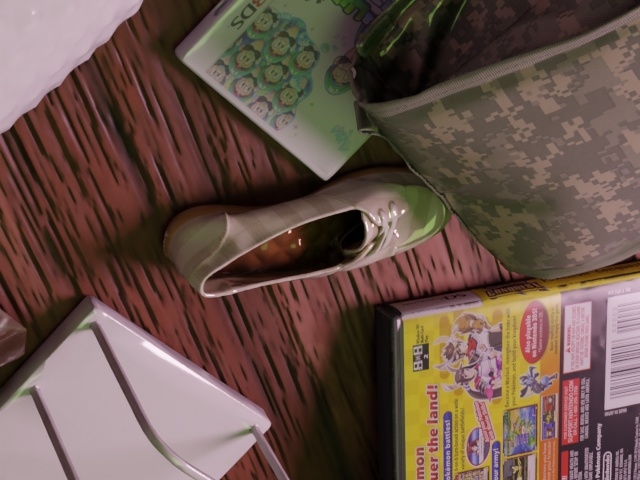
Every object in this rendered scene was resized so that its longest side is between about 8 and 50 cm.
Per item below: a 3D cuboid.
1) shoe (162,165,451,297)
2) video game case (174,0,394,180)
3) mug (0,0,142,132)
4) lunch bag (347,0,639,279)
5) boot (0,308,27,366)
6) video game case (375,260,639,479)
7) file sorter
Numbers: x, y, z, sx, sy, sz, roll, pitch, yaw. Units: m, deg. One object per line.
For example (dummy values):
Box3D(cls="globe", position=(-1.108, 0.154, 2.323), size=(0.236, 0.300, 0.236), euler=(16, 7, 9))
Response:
Box3D(cls="shoe", position=(0.000, 0.000, 1.213), size=(0.219, 0.058, 0.076), euler=(-11, 124, -20))
Box3D(cls="video game case", position=(0.003, -0.132, 1.155), size=(0.143, 0.019, 0.157), euler=(-46, 129, 7))
Box3D(cls="mug", position=(-0.220, -0.243, 0.836), size=(0.328, 0.276, 0.374), euler=(-41, 107, -10))
Box3D(cls="lunch bag", position=(0.183, -0.113, 1.146), size=(0.287, 0.169, 0.235), euler=(-28, 138, 17))
Box3D(cls="boot", position=(-0.259, 0.066, 1.142), size=(0.114, 0.037, 0.106), euler=(-27, 141, -4))
Box3D(cls="video game case", position=(0.164, 0.164, 1.374), size=(0.248, 0.035, 0.275), euler=(-9, 109, -21))
Box3D(cls="file sorter", position=(-0.164, 0.224, 1.205), size=(0.278, 0.173, 0.193), euler=(-47, 129, 7))
